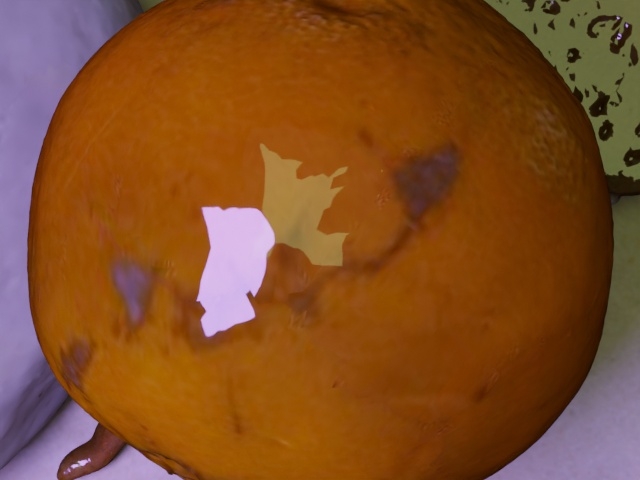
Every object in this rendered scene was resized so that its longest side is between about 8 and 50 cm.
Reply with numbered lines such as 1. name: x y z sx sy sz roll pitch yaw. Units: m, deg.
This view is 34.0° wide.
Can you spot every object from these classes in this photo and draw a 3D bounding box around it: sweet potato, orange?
1. sweet potato: -0.120 0.092 0.701 0.044 0.044 0.179 30 89 11
2. orange: 0.000 0.000 0.560 0.312 0.312 0.312 -1 84 9

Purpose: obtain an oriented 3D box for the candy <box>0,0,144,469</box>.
1. candy: -0.305 -0.026 0.681 0.386 0.186 0.426 0 88 6

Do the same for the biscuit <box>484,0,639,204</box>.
1. biscuit: 0.077 -0.225 0.690 0.432 0.064 0.282 24 97 13
